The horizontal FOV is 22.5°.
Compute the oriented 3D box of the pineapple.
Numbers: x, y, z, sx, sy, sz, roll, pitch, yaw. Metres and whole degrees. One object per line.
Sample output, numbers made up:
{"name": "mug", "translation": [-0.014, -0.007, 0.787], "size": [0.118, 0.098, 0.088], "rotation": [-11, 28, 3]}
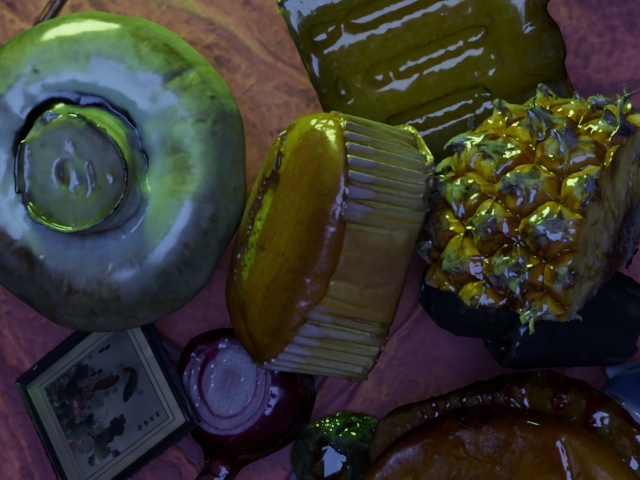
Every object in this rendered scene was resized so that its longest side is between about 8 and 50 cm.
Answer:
{"name": "pineapple", "translation": [0.192, -0.082, 1.674], "size": [0.286, 0.344, 0.209], "rotation": [14, 119, 25]}

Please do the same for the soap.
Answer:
{"name": "soap", "translation": [0.122, -0.215, 1.804], "size": [0.281, 0.143, 0.259], "rotation": [-22, 108, 0]}

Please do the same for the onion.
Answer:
{"name": "onion", "translation": [-0.085, 0.197, 1.826], "size": [0.173, 0.135, 0.198], "rotation": [19, 97, 39]}

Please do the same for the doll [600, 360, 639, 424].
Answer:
{"name": "doll", "translation": [0.398, 0.161, 1.809], "size": [0.241, 0.135, 0.098], "rotation": [-36, 96, -19]}

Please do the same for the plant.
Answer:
{"name": "plant", "translation": [0.238, 0.061, 1.799], "size": [0.256, 0.164, 0.141], "rotation": [13, 110, -16]}

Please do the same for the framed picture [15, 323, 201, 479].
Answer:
{"name": "framed picture", "translation": [-0.245, 0.185, 1.835], "size": [0.195, 0.010, 0.199], "rotation": [-38, 62, 16]}

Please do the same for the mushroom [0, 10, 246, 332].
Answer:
{"name": "mushroom", "translation": [-0.246, -0.074, 1.762], "size": [0.352, 0.260, 0.352], "rotation": [0, 88, 9]}

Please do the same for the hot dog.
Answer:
{"name": "hot dog", "translation": [0.202, 0.255, 1.729], "size": [0.405, 0.185, 0.223], "rotation": [-12, 84, 34]}

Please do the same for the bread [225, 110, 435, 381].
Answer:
{"name": "bread", "translation": [0.000, 0.000, 1.695], "size": [0.156, 0.204, 0.288], "rotation": [12, 113, -24]}

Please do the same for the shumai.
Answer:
{"name": "shumai", "translation": [0.026, 0.250, 1.848], "size": [0.124, 0.087, 0.098], "rotation": [-16, 89, 1]}
